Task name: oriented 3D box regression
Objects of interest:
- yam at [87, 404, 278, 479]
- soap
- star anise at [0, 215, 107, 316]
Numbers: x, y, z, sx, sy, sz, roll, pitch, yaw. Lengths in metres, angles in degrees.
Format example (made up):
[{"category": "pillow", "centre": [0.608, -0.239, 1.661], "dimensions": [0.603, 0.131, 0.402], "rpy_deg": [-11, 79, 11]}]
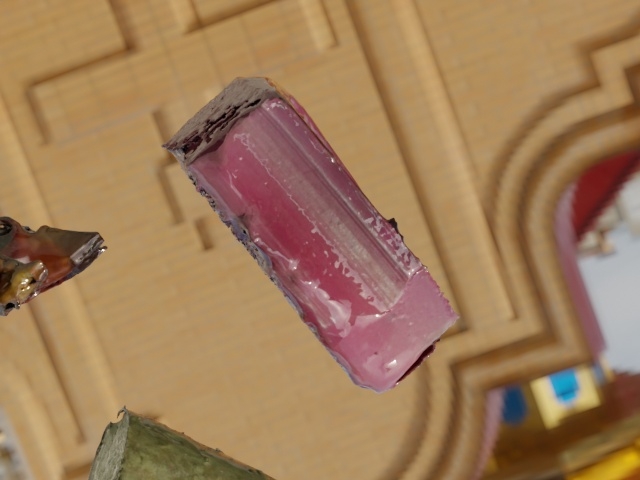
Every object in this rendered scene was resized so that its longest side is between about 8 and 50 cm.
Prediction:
[{"category": "yam", "centre": [-0.073, 0.277, 1.657], "dimensions": [0.168, 0.304, 0.168], "rpy_deg": [-57, -168, 19]}, {"category": "soap", "centre": [0.000, 0.000, 1.732], "dimensions": [0.127, 0.325, 0.220], "rpy_deg": [-38, -164, 0]}, {"category": "star anise", "centre": [-0.282, 0.037, 1.318], "dimensions": [0.288, 0.088, 0.288], "rpy_deg": [-14, -176, 1]}]
